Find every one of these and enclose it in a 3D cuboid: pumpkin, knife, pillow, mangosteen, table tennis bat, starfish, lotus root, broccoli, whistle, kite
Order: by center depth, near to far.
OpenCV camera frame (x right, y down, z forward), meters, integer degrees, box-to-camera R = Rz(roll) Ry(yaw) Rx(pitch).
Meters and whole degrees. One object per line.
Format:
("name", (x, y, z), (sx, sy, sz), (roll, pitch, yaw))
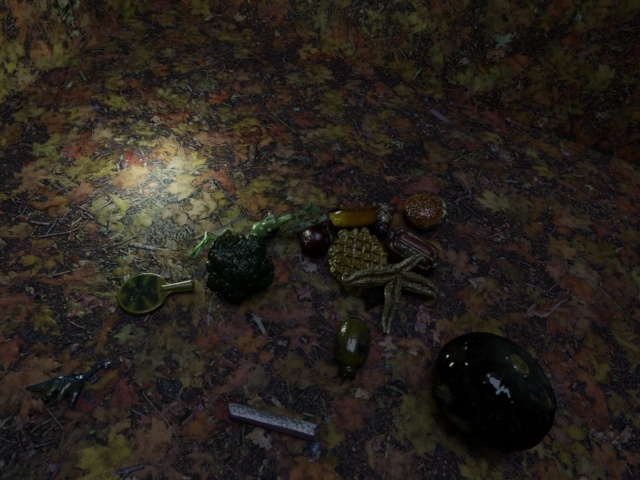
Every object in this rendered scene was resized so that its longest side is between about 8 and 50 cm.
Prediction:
("pumpkin", (0.646, 0.564, 1.636), (0.453, 0.344, 0.455), (18, 32, -12))
("lotus root", (0.126, 0.447, 1.762), (0.153, 0.154, 0.278), (16, 58, 3))
("table tennis bat", (-0.702, 0.219, 1.852), (0.320, 0.050, 0.199), (-9, 54, -11))
("broccoli", (-0.350, 0.100, 1.871), (0.303, 0.322, 0.283), (-2, 23, -23))
("starfish", (0.326, 0.229, 1.935), (0.431, 0.082, 0.325), (-20, 96, -20))
("pillow", (0.255, 0.255, 1.971), (0.150, 0.091, 0.048), (-23, 19, -27))
("knife", (-0.559, 0.021, 2.031), (0.078, 0.023, 0.166), (24, 53, 14))
("mangosteen", (0.000, 0.003, 2.069), (0.181, 0.156, 0.146), (12, 15, -22))
("whistle", (-0.242, -0.070, 2.091), (0.227, 0.085, 0.105), (-23, 33, -3))
("kite", (-0.076, -0.119, 2.162), (0.267, 0.013, 0.323), (7, 37, 23))

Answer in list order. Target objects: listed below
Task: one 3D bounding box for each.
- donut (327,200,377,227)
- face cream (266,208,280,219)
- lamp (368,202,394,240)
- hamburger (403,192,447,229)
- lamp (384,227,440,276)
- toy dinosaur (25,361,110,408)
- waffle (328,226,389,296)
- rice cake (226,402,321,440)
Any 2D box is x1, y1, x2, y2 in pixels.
("donut", (0.160, -0.128, 2.138), (0.253, 0.253, 0.119), (-7, 99, -14))
("face cream", (-0.242, -0.129, 2.195), (0.083, 0.021, 0.040), (41, 57, 20))
("lamp", (0.322, -0.118, 2.228), (0.118, 0.118, 0.253), (18, 54, 4))
("hamburger", (0.548, -0.157, 2.273), (0.236, 0.148, 0.237), (3, 52, -4))
("lamp", (0.442, 0.058, 2.084), (0.273, 0.177, 0.177), (35, 56, 15))
("toy dinosaur", (-0.939, 0.509, 1.597), (0.247, 0.075, 0.188), (9, 43, 4))
("waffle", (0.176, 0.094, 2.026), (0.302, 0.068, 0.325), (-33, 84, -25))
("rice cake", (-0.173, 0.670, 1.592), (0.364, 0.073, 0.056), (16, 51, -1))
